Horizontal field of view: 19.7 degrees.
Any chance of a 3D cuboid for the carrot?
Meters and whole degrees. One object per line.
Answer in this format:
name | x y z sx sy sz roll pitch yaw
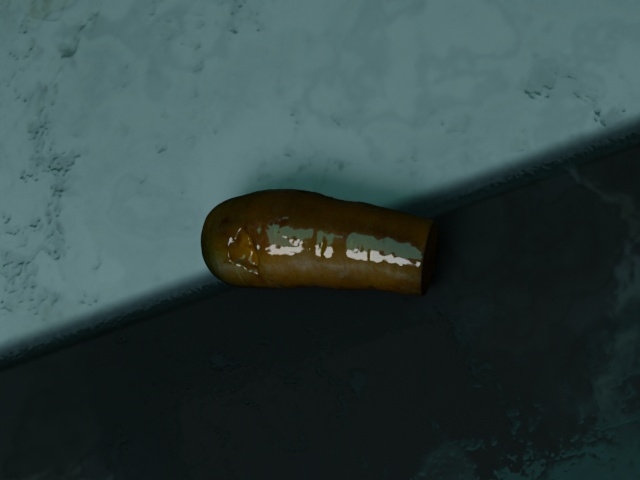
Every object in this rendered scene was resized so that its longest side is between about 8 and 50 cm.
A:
carrot | 0.000 0.000 1.494 0.193 0.087 0.087 0 73 20
